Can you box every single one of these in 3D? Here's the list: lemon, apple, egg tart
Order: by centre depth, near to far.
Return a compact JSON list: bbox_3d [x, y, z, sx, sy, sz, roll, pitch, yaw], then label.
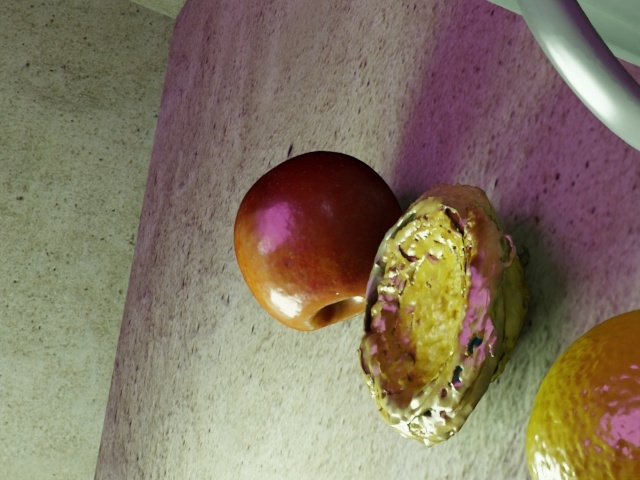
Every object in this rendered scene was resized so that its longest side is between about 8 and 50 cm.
[{"bbox_3d":[0.225,0.134,0.587,0.203,0.178,0.178,-46,34,42],"label":"lemon"},{"bbox_3d":[0.137,0.071,0.930,0.291,0.107,0.291,-166,90,-70],"label":"egg tart"},{"bbox_3d":[0.000,0.000,1.146,0.218,0.218,0.201,-46,60,46],"label":"apple"}]

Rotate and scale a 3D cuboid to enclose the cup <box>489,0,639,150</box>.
[{"bbox_3d":[0.226,-0.221,0.651,0.237,0.327,0.323,-23,55,61],"label":"cup"}]
